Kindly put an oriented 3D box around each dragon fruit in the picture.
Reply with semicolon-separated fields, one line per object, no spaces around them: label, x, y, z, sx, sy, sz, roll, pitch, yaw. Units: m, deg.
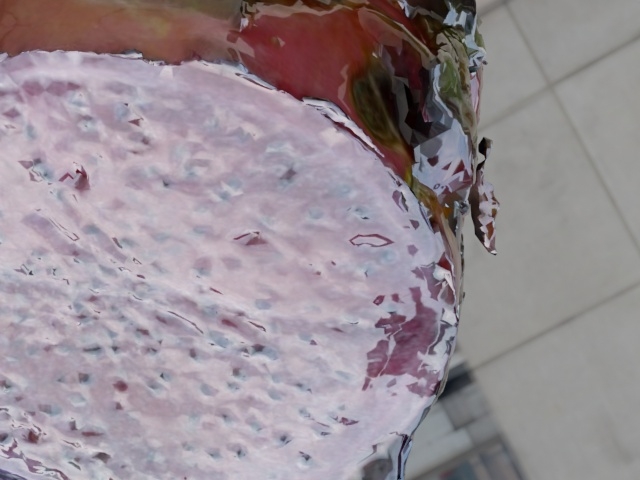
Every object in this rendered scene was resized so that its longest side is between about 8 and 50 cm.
dragon fruit;-0.070;-0.049;0.724;0.296;0.263;0.314;9;135;-3
